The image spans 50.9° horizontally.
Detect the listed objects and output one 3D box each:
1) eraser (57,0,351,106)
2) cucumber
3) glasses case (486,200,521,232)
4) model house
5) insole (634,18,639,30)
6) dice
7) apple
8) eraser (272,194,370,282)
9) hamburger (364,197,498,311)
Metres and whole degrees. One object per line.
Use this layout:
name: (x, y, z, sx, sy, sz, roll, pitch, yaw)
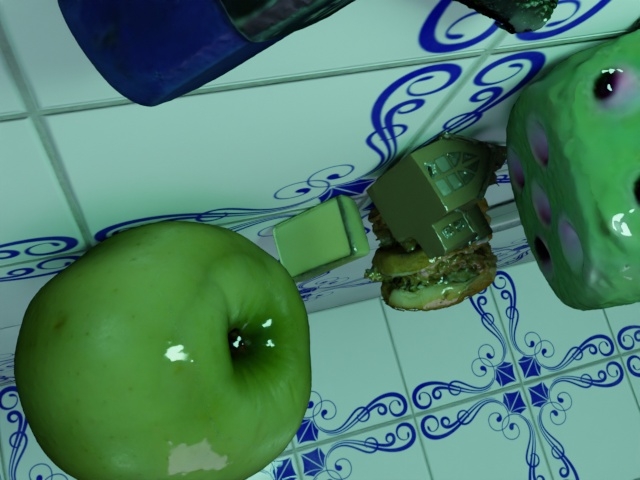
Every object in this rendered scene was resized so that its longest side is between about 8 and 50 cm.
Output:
eraser: (0.011, -0.188, 0.372, 0.332, 0.101, 0.155, -23, -165, 28)
cucumber: (0.117, -0.225, 0.538, 0.067, 0.067, 0.245, -25, 162, 38)
glasses case: (0.457, -0.059, 1.650, 0.234, 0.059, 0.092, -17, 169, 11)
model house: (0.239, -0.090, 1.099, 0.248, 0.176, 0.181, -27, 174, -26)
insole: (0.529, -0.298, 0.813, 0.310, 0.012, 0.110, -14, 169, -9)
dice: (0.450, -0.088, 0.900, 0.323, 0.318, 0.330, -15, 170, 1)
apple: (-0.249, 0.191, 1.077, 0.474, 0.473, 0.473, -14, 167, -3)
eraser: (0.000, 0.000, 1.236, 0.172, 0.117, 0.058, -24, 164, 34)
hamburger: (0.203, 0.013, 1.297, 0.261, 0.211, 0.245, -14, -173, -6)
